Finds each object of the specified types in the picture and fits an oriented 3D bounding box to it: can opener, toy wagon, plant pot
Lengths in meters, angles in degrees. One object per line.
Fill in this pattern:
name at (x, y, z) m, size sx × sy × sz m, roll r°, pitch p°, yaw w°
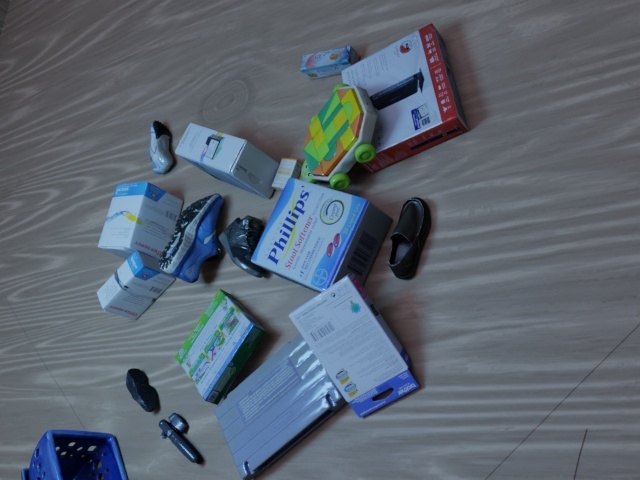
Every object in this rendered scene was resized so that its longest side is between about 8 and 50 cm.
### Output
can opener at (-0.398, 0.566, 1.836) m, size 0.186 × 0.059 × 0.073 m, roll 38°, pitch 93°, yaw 40°
toy wagon at (0.032, -0.265, 1.820) m, size 0.344 × 0.068 × 0.267 m, roll -48°, pitch 44°, yaw 36°
plant pot at (-0.730, 0.715, 1.897) m, size 0.212 × 0.236 × 0.236 m, roll -46°, pitch 52°, yaw 17°

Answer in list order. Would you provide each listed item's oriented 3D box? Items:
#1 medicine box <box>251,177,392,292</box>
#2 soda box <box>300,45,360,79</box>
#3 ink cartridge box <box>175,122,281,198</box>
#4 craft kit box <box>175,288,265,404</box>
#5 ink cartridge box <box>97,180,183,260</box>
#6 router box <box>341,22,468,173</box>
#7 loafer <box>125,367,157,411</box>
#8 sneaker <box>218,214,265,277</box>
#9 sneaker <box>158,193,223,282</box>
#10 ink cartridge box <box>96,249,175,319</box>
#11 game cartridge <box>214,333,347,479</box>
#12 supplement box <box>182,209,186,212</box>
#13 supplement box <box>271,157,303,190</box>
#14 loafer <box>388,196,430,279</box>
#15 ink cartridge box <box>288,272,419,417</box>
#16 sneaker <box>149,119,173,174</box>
medicine box at (0.000, 0.000, 1.751) m, size 0.289 × 0.149 × 0.263 m, roll 19°, pitch 82°, yaw 38°
soda box at (0.029, -0.555, 2.028) m, size 0.183 × 0.063 × 0.058 m, roll -1°, pitch 70°, yaw 34°
ink cartridge box at (-0.282, -0.249, 2.020) m, size 0.278 × 0.201 × 0.117 m, roll 23°, pitch 84°, yaw 39°
craft kit box at (-0.292, 0.297, 1.851) m, size 0.250 × 0.061 × 0.246 m, roll -56°, pitch 40°, yaw 1°
ink cartridge box at (-0.603, -0.055, 2.178) m, size 0.168 × 0.171 × 0.233 m, roll 0°, pitch 69°, yaw 35°
router box at (0.226, -0.393, 1.809) m, size 0.301 × 0.082 × 0.335 m, roll -23°, pitch 59°, yaw 25°
loafer at (-0.551, 0.470, 1.993) m, size 0.170 × 0.062 × 0.061 m, roll 47°, pitch 121°, yaw 42°
sneaker at (-0.213, 0.008, 1.934) m, size 0.130 × 0.087 × 0.227 m, roll -51°, pitch 45°, yaw 13°
sneaker at (-0.381, -0.006, 2.041) m, size 0.130 × 0.147 × 0.330 m, roll -14°, pitch 44°, yaw 42°
ink cartridge box at (-0.598, 0.147, 2.101) m, size 0.203 × 0.148 × 0.086 m, roll -44°, pitch 53°, yaw 11°
game cartridge at (-0.110, 0.428, 1.700) m, size 0.355 × 0.068 × 0.230 m, roll -42°, pitch 49°, yaw 13°
supplement box at (-0.426, -0.055, 2.130) m, size 0.043 × 0.055 × 0.083 m, roll -10°, pitch 64°, yaw 32°
supplement box at (-0.101, -0.200, 1.979) m, size 0.062 × 0.036 × 0.098 m, roll 12°, pitch 77°, yaw 37°
loafer at (0.223, -0.014, 1.647) m, size 0.080 × 0.078 × 0.220 m, roll 0°, pitch 71°, yaw 35°
ink cartridge box at (0.085, 0.256, 1.570) m, size 0.186 × 0.065 × 0.311 m, roll -34°, pitch 88°, yaw 19°
sneaker at (-0.591, -0.343, 2.355) m, size 0.086 × 0.085 × 0.237 m, roll -35°, pitch 51°, yaw 27°
